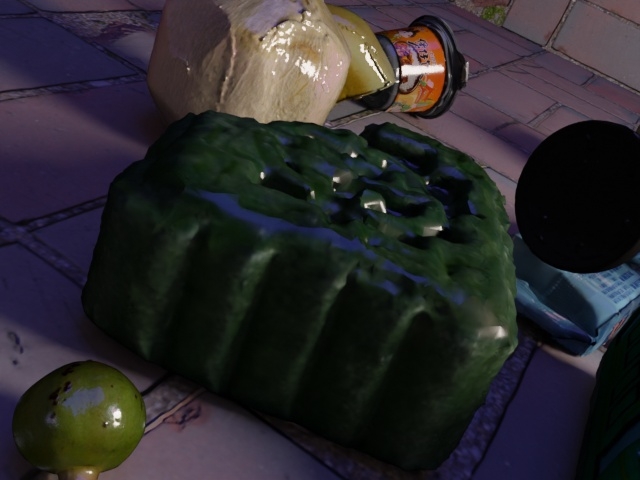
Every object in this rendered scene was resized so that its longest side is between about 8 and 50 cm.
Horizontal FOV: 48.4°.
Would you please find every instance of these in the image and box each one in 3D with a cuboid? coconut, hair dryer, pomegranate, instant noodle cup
[{"bbox_3d":[-0.081,-0.211,0.828,0.227,0.231,0.227,17,30,-10],"label":"coconut"},{"bbox_3d":[0.413,-0.001,0.744,0.320,0.156,0.284,12,11,-33],"label":"hair dryer"},{"bbox_3d":[-0.135,0.112,0.413,0.073,0.073,0.085,-19,85,-52],"label":"pomegranate"},{"bbox_3d":[0.138,-0.292,1.222,0.125,0.178,0.208,-11,4,-27],"label":"instant noodle cup"}]

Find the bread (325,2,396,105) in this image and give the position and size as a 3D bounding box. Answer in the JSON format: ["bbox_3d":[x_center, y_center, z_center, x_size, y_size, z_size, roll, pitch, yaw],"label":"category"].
[{"bbox_3d":[-0.008,-0.301,1.121,0.260,0.156,0.158,18,30,-11],"label":"bread"}]

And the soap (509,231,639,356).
[{"bbox_3d":[0.316,0.042,0.857,0.293,0.077,0.156,-12,45,-47],"label":"soap"}]

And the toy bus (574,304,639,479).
[{"bbox_3d":[0.319,0.152,0.544,0.183,0.200,0.343,31,30,12],"label":"toy bus"}]

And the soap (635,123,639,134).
[{"bbox_3d":[0.600,-0.103,1.195,0.182,0.200,0.138,2,32,-35],"label":"soap"}]

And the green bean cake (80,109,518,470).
[{"bbox_3d":[0.000,0.000,0.596,0.307,0.169,0.300,21,28,-1],"label":"green bean cake"}]
